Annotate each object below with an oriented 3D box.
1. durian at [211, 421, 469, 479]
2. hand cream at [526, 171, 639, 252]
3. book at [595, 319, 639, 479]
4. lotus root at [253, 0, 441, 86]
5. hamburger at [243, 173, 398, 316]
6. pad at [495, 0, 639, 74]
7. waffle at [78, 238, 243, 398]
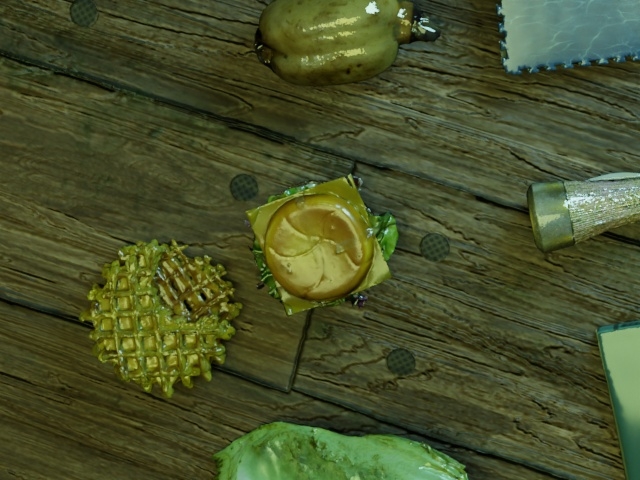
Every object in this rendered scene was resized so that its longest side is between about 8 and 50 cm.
[{"bbox_3d":[0.035,0.339,2.026,0.394,0.163,0.198,-3,60,31],"label":"durian"},{"bbox_3d":[0.346,-0.043,1.928,0.203,0.084,0.084,-11,98,8],"label":"hand cream"},{"bbox_3d":[0.537,0.199,1.953,0.379,0.031,0.264,-9,98,13],"label":"book"},{"bbox_3d":[0.031,-0.249,1.934,0.221,0.118,0.125,-11,130,11],"label":"lotus root"},{"bbox_3d":[0.004,0.001,1.996,0.189,0.093,0.164,-7,101,15],"label":"hamburger"},{"bbox_3d":[0.328,-0.335,1.886,0.269,0.012,0.269,-8,99,3],"label":"pad"},{"bbox_3d":[-0.202,0.095,2.068,0.193,0.070,0.197,23,104,8],"label":"waffle"}]
